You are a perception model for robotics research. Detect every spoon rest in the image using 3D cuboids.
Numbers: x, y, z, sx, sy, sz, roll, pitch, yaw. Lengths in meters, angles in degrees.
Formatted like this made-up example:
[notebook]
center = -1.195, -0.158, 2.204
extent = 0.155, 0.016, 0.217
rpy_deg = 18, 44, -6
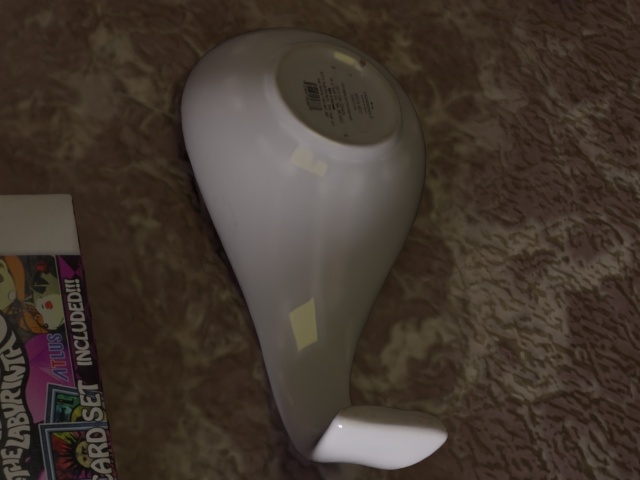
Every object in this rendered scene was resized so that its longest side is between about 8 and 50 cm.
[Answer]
[spoon rest]
center = 0.000, 0.000, 0.892
extent = 0.137, 0.084, 0.276
rpy_deg = 10, 47, -21

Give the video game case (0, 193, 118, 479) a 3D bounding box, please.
[video game case]
center = -0.193, 0.090, 0.765
extent = 0.210, 0.042, 0.232
rpy_deg = -1, 65, -24
